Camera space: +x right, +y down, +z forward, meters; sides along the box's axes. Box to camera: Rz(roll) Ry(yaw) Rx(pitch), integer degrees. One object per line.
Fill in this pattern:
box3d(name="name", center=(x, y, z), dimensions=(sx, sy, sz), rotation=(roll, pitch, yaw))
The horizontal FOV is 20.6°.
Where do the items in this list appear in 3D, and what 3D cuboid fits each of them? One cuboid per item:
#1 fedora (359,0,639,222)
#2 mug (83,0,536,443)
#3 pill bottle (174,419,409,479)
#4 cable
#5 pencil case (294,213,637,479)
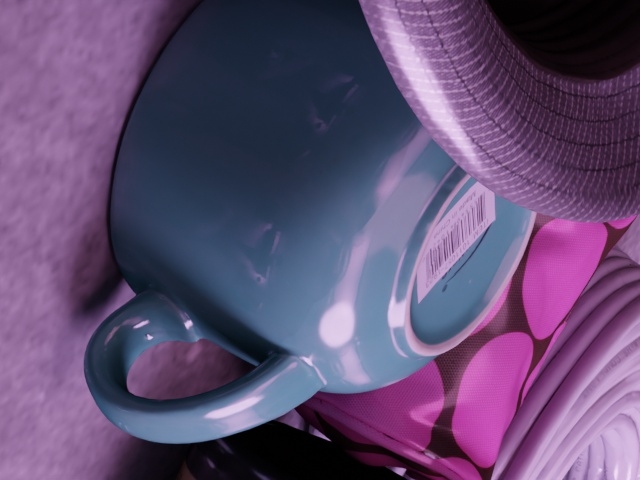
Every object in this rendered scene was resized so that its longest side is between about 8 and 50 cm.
box3d(name="fedora", center=(0.044, -0.149, 0.480), dimensions=(0.243, 0.124, 0.275), rotation=(-53, 140, -23))
box3d(name="mug", center=(0.006, -0.004, 0.574), dimensions=(0.129, 0.097, 0.157), rotation=(-1, 114, -59))
box3d(name="pill bottle", center=(-0.033, 0.186, 0.649), dimensions=(0.123, 0.123, 0.219), rotation=(16, 101, -62))
box3d(name="cable", center=(0.089, 0.118, 0.827), dimensions=(0.257, 0.089, 0.257), rotation=(-30, 138, -45))
box3d(name="pencil case", center=(0.072, -0.001, 0.677), dimensions=(0.209, 0.095, 0.098), rotation=(-57, 137, -13))
